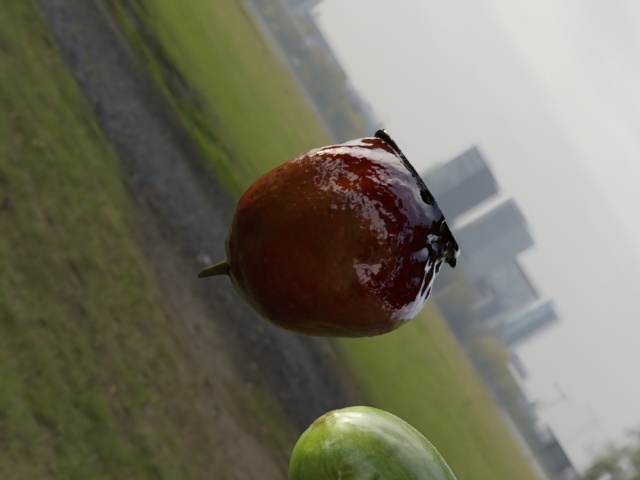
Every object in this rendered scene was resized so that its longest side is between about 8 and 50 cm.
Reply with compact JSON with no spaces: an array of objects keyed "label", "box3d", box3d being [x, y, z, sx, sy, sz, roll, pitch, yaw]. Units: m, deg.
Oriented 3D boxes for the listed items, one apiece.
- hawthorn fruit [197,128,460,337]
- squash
[{"label":"hawthorn fruit","box3d":[0.000,0.000,1.467,0.189,0.251,0.189,-8,90,-80]},{"label":"squash","box3d":[0.087,0.283,1.085,0.118,0.118,0.370,-88,153,-85]}]
